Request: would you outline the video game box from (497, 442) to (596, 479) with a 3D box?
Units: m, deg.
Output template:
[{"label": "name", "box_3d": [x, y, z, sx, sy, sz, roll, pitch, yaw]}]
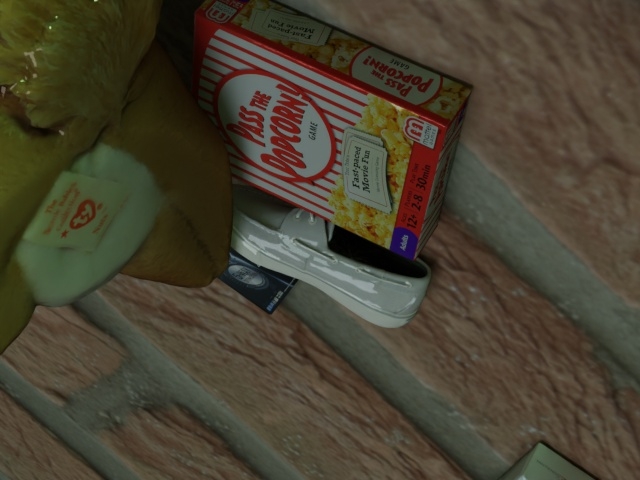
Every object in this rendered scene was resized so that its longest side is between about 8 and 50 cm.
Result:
[{"label": "video game box", "box_3d": [0.216, 0.281, 1.271, 0.187, 0.048, 0.205, 33, 143, 0]}]

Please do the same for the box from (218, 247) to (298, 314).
[{"label": "box", "box_3d": [-0.050, 0.020, 1.211, 0.067, 0.018, 0.083, 36, 144, -2]}]

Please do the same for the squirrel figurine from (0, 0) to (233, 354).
[{"label": "squirrel figurine", "box_3d": [-0.276, -0.141, 1.013, 0.370, 0.281, 0.397, 38, 142, 29]}]

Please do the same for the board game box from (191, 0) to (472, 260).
[{"label": "board game box", "box_3d": [0.001, -0.083, 1.032, 0.193, 0.045, 0.147, 25, 143, 14]}]

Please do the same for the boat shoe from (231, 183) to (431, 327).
[{"label": "boat shoe", "box_3d": [0.000, 0.000, 1.116, 0.184, 0.066, 0.063, 33, 130, 6]}]
